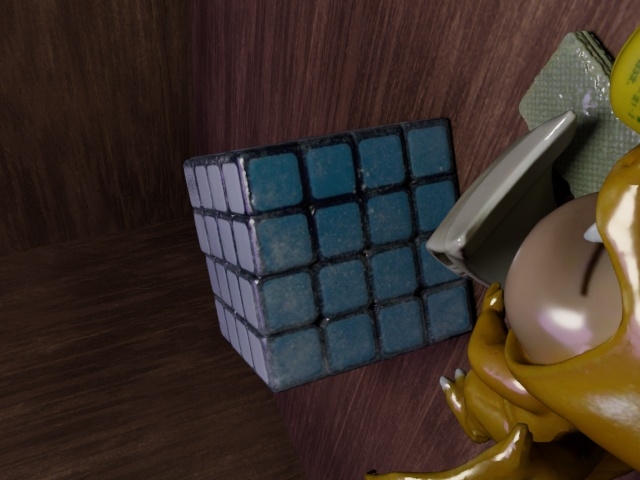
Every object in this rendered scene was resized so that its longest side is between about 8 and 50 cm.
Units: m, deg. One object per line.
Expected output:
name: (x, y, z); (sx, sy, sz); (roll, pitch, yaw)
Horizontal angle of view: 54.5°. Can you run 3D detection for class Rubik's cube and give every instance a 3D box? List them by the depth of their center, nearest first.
Rubik's cube: (0.000, 0.000, 1.008); (0.343, 0.344, 0.338); (13, 116, 66)

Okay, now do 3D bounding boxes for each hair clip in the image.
hair clip: (0.204, -0.022, 0.703); (0.113, 0.172, 0.282); (38, 175, 37)

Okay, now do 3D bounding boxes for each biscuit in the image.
biscuit: (0.287, -0.104, 0.642); (0.121, 0.040, 0.200); (114, 137, -56)

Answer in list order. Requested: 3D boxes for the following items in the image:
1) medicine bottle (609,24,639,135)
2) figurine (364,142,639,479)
medicine bottle: (0.346, -0.067, 0.459); (0.111, 0.076, 0.309); (96, 151, -44)
figurine: (0.277, 0.130, 0.496); (0.387, 0.400, 0.268); (111, 179, -58)
